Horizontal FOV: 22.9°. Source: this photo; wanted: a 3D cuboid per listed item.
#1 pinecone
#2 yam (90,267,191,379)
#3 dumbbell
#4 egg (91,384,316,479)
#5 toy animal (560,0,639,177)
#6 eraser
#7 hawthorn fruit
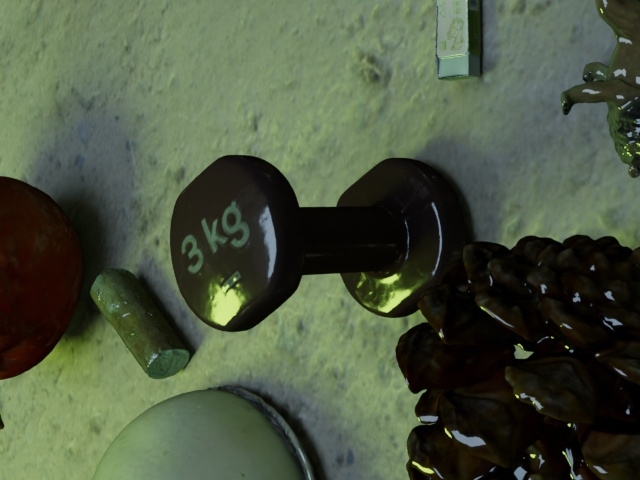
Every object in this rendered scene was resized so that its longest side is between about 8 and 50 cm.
[{"bbox_3d":[0.164,0.118,1.097,0.244,0.244,0.309,41,130,40],"label":"pinecone"},{"bbox_3d":[-0.185,0.086,1.620,0.132,0.054,0.054,49,125,35],"label":"yam"},{"bbox_3d":[0.000,0.000,1.277,0.140,0.225,0.124,-39,64,39],"label":"dumbbell"},{"bbox_3d":[-0.147,0.268,1.489,0.286,0.174,0.264,11,95,51],"label":"egg"},{"bbox_3d":[0.214,-0.138,1.159,0.086,0.069,0.219,-20,80,25],"label":"toy animal"},{"bbox_3d":[0.114,-0.175,1.303,0.038,0.019,0.083,0,91,47],"label":"eraser"},{"bbox_3d":[-0.369,0.071,1.693,0.242,0.242,0.271,-22,74,47],"label":"hawthorn fruit"}]
